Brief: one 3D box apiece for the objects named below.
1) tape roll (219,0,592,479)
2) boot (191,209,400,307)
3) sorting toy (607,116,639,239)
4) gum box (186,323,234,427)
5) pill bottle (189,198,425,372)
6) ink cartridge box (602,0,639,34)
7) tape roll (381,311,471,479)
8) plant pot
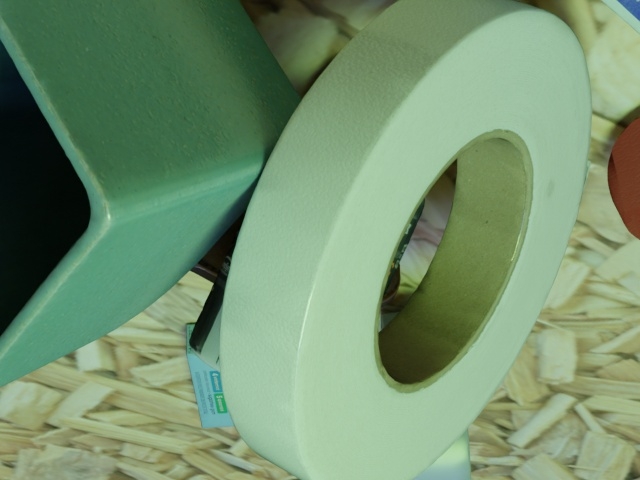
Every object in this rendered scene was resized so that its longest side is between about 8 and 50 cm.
[{"bbox_3d":[0.077,0.005,1.007,0.072,0.392,0.392,24,156,30],"label":"tape roll"},{"bbox_3d":[-0.050,-0.019,1.169,0.305,0.112,0.115,17,129,-23],"label":"boot"},{"bbox_3d":[0.416,-0.109,1.109,0.365,0.127,0.126,-32,165,29],"label":"sorting toy"},{"bbox_3d":[-0.041,0.139,1.433,0.184,0.041,0.157,-3,144,1],"label":"gum box"},{"bbox_3d":[0.000,0.000,1.087,0.130,0.130,0.245,22,94,-31],"label":"pill bottle"},{"bbox_3d":[0.303,-0.247,0.875,0.307,0.072,0.303,40,132,-10],"label":"ink cartridge box"},{"bbox_3d":[0.103,0.178,1.348,0.072,0.219,0.219,-4,144,2],"label":"tape roll"},{"bbox_3d":[-0.155,-0.076,0.943,0.252,0.247,0.248,-17,160,-44],"label":"plant pot"}]
